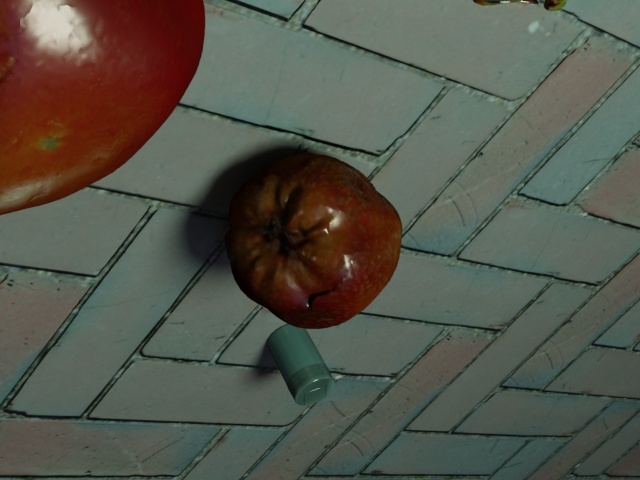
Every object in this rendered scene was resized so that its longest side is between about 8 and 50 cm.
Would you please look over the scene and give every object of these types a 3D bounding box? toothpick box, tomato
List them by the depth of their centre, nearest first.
[{"bbox_3d":[-0.209,-0.141,0.809,0.299,0.226,0.298,-21,143,-17],"label":"tomato"},{"bbox_3d":[-0.023,0.143,1.456,0.052,0.083,0.052,-20,146,-14],"label":"toothpick box"}]

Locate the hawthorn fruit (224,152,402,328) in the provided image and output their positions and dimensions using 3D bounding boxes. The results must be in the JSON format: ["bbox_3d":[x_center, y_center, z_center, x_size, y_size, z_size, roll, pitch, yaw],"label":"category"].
[{"bbox_3d":[-0.008,-0.002,1.215,0.173,0.179,0.173,1,113,3],"label":"hawthorn fruit"}]

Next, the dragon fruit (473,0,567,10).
[{"bbox_3d":[0.153,-0.264,1.019,0.208,0.133,0.150,8,136,-28],"label":"dragon fruit"}]
